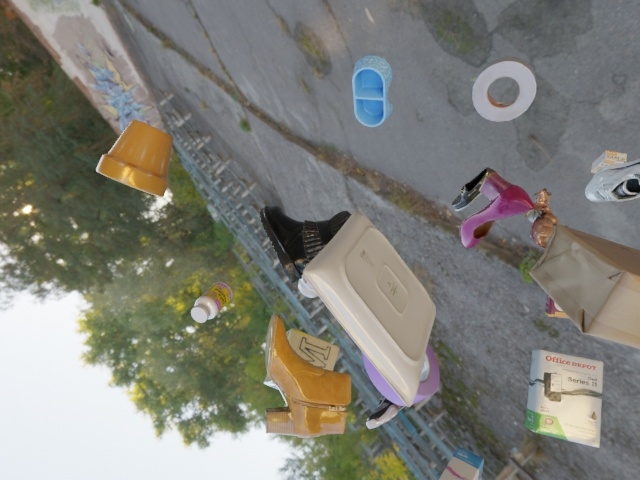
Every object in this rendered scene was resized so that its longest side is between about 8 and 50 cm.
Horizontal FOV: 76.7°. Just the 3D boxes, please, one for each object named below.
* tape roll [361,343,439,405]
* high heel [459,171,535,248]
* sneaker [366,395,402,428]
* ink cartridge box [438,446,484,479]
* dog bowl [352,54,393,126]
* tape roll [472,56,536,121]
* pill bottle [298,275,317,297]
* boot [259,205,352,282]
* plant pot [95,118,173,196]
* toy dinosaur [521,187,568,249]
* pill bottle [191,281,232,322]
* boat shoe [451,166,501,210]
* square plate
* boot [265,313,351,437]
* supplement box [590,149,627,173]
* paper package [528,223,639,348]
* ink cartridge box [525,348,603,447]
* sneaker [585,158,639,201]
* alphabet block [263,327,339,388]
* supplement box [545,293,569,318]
[{"bbox_3d":[0.265,0.392,1.334,0.274,0.090,0.275,30,-144,-25],"label":"tape roll"},{"bbox_3d":[0.611,-0.052,1.433,0.181,0.127,0.378,54,163,33],"label":"high heel"},{"bbox_3d":[0.248,0.579,1.527,0.153,0.268,0.101,52,151,22],"label":"sneaker"},{"bbox_3d":[0.240,0.447,0.715,0.052,0.122,0.089,14,117,36],"label":"ink cartridge box"},{"bbox_3d":[0.213,-0.609,1.689,0.165,0.074,0.297,10,141,19],"label":"dog bowl"},{"bbox_3d":[0.685,-0.563,1.512,0.218,0.072,0.220,14,128,19],"label":"tape roll"},{"bbox_3d":[-0.006,0.111,1.475,0.131,0.131,0.229,49,143,17],"label":"pill bottle"},{"bbox_3d":[-0.032,-0.039,1.288,0.348,0.260,0.131,60,179,42],"label":"boot"},{"bbox_3d":[-0.553,-0.261,1.255,0.204,0.188,0.205,23,-179,0],"label":"plant pot"},{"bbox_3d":[1.002,-0.065,1.833,0.200,0.296,0.127,28,154,-17],"label":"toy dinosaur"},{"bbox_3d":[-0.193,0.110,0.716,0.043,0.043,0.083,53,-154,-9],"label":"pill bottle"},{"bbox_3d":[0.597,-0.203,1.593,0.068,0.081,0.228,32,135,-13],"label":"boat shoe"},{"bbox_3d":[0.144,0.118,0.903,0.344,0.049,0.347,52,-148,-6],"label":"square plate"},{"bbox_3d":[-0.029,0.328,0.998,0.104,0.210,0.296,156,114,-77],"label":"boot"},{"bbox_3d":[0.945,-0.253,1.328,0.062,0.036,0.098,14,167,14],"label":"supplement box"},{"bbox_3d":[0.755,0.124,1.001,0.324,0.168,0.310,16,-157,-5],"label":"paper package"},{"bbox_3d":[0.630,0.399,1.048,0.152,0.209,0.087,8,167,16],"label":"ink cartridge box"},{"bbox_3d":[0.756,-0.139,1.030,0.090,0.095,0.235,43,170,4],"label":"sneaker"},{"bbox_3d":[-0.070,0.451,1.456,0.193,0.197,0.192,25,156,-10],"label":"alphabet block"},{"bbox_3d":[1.039,0.236,1.745,0.103,0.189,0.080,3,178,20],"label":"supplement box"}]
